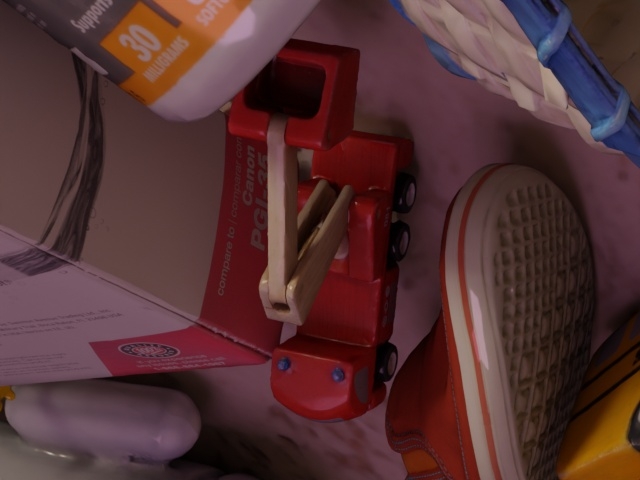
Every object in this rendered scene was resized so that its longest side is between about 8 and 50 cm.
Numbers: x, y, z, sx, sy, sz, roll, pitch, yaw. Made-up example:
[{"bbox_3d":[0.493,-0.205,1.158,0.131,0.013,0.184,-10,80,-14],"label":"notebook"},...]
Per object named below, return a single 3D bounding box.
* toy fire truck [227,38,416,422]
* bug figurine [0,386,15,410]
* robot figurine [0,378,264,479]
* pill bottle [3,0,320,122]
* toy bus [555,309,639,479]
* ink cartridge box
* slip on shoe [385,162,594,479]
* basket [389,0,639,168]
[{"bbox_3d":[0.000,0.000,0.913,0.047,0.135,0.192,11,103,20],"label":"toy fire truck"},{"bbox_3d":[-0.273,0.060,1.092,0.216,0.279,0.072,40,168,-38],"label":"bug figurine"},{"bbox_3d":[-0.138,0.225,1.210,0.353,0.200,0.300,11,110,20],"label":"robot figurine"},{"bbox_3d":[-0.114,-0.185,0.758,0.278,0.162,0.162,36,141,-13],"label":"pill bottle"},{"bbox_3d":[0.233,0.039,0.843,0.108,0.130,0.333,33,141,-7],"label":"toy bus"},{"bbox_3d":[-0.175,-0.028,0.924,0.207,0.117,0.283,-6,156,35],"label":"ink cartridge box"},{"bbox_3d":[0.079,0.085,1.001,0.101,0.123,0.331,16,146,18],"label":"slip on shoe"},{"bbox_3d":[0.127,-0.136,0.615,0.289,0.201,0.255,25,162,45],"label":"basket"}]
